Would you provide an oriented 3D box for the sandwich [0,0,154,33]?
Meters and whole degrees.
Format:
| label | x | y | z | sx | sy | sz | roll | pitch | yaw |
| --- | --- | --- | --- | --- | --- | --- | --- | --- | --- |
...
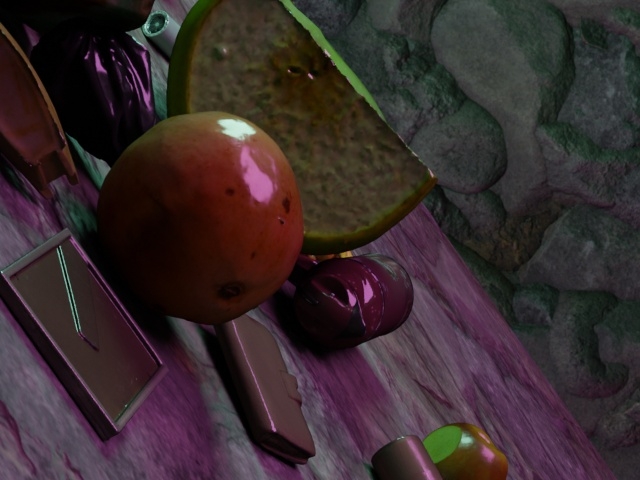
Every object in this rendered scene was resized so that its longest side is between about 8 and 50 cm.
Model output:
| label | x | y | z | sx | sy | sz | roll | pitch | yaw |
| --- | --- | --- | --- | --- | --- | --- | --- | --- | --- |
| sandwich | -0.248 | -0.269 | 1.700 | 0.292 | 0.109 | 0.212 | 9 | -8 | 35 |

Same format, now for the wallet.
| label | x | y | z | sx | sy | sz | roll | pitch | yaw |
| --- | --- | --- | --- | --- | --- | --- | --- | --- | --- |
| wallet | -0.056 | 0.140 | 1.738 | 0.118 | 0.039 | 0.152 | 38 | 24 | -55 |

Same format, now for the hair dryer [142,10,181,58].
| label | x | y | z | sx | sy | sz | roll | pitch | yaw |
| --- | --- | --- | --- | --- | --- | --- | --- | --- | --- |
| hair dryer | -0.158 | -0.198 | 2.355 | 0.155 | 0.044 | 0.183 | 41 | 21 | -50 |

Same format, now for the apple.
| label | x | y | z | sx | sy | sz | roll | pitch | yaw |
| --- | --- | --- | --- | --- | --- | --- | --- | --- | --- |
| apple | 0.176 | 0.278 | 2.221 | 0.099 | 0.102 | 0.114 | 50 | 10 | -26 |

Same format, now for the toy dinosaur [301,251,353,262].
| label | x | y | z | sx | sy | sz | roll | pitch | yaw |
| --- | --- | --- | --- | --- | --- | --- | --- | --- | --- |
| toy dinosaur | 0.000 | 0.000 | 2.397 | 0.117 | 0.070 | 0.288 | 60 | 6 | 24 |

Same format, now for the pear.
| label | x | y | z | sx | sy | sz | roll | pitch | yaw |
| --- | --- | --- | --- | --- | --- | --- | --- | --- | --- |
| pear | -0.055 | -0.137 | 2.146 | 0.342 | 0.238 | 0.318 | 49 | -1 | -8 |

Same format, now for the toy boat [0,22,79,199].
| label | x | y | z | sx | sy | sz | roll | pitch | yaw |
| --- | --- | --- | --- | --- | --- | --- | --- | --- | --- |
| toy boat | -0.270 | -0.128 | 1.518 | 0.206 | 0.064 | 0.072 | 59 | -8 | 7 |

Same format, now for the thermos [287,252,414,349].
| label | x | y | z | sx | sy | sz | roll | pitch | yaw |
| --- | --- | --- | --- | --- | --- | --- | --- | --- | --- |
| thermos | 0.029 | 0.061 | 2.184 | 0.136 | 0.109 | 0.330 | 65 | 11 | 4 |

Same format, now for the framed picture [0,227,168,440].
| label | x | y | z | sx | sy | sz | roll | pitch | yaw |
| --- | --- | --- | --- | --- | --- | --- | --- | --- | --- |
| framed picture | -0.184 | 0.069 | 1.409 | 0.150 | 0.015 | 0.203 | 55 | 10 | -5 |

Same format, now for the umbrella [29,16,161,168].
| label | x | y | z | sx | sy | sz | roll | pitch | yaw |
| --- | --- | --- | --- | --- | --- | --- | --- | --- | --- |
| umbrella | -0.156 | -0.066 | 1.728 | 0.340 | 0.118 | 0.118 | 53 | 10 | -21 |

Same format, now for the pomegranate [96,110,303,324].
| label | x | y | z | sx | sy | sz | roll | pitch | yaw |
| --- | --- | --- | --- | --- | --- | --- | --- | --- | --- |
| pomegranate | -0.103 | -0.022 | 1.605 | 0.191 | 0.191 | 0.191 | 54 | 10 | -14 |

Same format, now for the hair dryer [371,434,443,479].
| label | x | y | z | sx | sy | sz | roll | pitch | yaw |
| --- | --- | --- | --- | --- | --- | --- | --- | --- | --- |
| hair dryer | 0.124 | 0.297 | 2.049 | 0.117 | 0.064 | 0.181 | 61 | 6 | 25 |
